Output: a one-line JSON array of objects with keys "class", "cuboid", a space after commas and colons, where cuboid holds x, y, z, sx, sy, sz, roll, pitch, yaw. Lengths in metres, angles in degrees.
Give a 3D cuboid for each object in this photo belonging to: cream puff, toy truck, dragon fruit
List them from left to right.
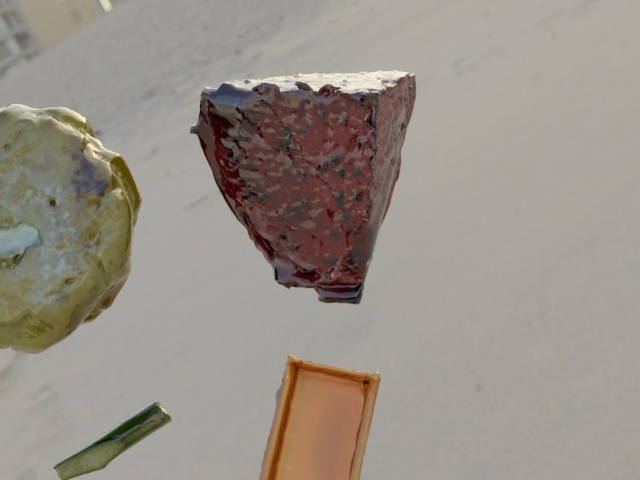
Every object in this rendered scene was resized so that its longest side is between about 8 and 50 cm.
[{"class": "cream puff", "cuboid": [-0.390, -0.012, 1.405, 0.291, 0.325, 0.257, 8, -5, -4]}, {"class": "toy truck", "cuboid": [-0.011, 0.264, 1.064, 0.114, 0.271, 0.135, 10, -14, 7]}, {"class": "dragon fruit", "cuboid": [-0.012, -0.091, 1.522, 0.285, 0.329, 0.228, 2, 21, 15]}]

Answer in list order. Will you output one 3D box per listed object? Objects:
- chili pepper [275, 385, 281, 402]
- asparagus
[{"class": "chili pepper", "cuboid": [0.007, 0.268, 1.568, 0.062, 0.108, 0.216, -21, -27, 21]}, {"class": "asparagus", "cuboid": [-0.300, 0.293, 1.503, 0.178, 0.045, 0.041, -32, -14, -23]}]
